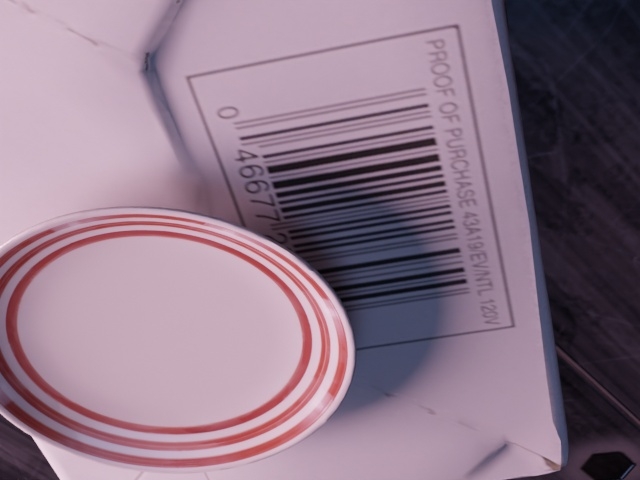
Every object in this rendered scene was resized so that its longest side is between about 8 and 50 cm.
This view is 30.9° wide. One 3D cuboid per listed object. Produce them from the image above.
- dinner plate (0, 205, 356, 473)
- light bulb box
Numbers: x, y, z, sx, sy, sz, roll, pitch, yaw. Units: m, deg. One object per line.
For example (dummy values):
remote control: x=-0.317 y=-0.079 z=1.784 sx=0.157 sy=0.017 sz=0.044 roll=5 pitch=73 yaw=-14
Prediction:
dinner plate: x=-0.058 y=0.037 z=0.416 sx=0.141 sy=0.017 sz=0.141 roll=1 pitch=133 yaw=1
light bulb box: x=-0.039 y=-0.128 z=0.520 sx=0.225 sy=0.361 sz=0.358 roll=-9 pitch=132 yaw=9
